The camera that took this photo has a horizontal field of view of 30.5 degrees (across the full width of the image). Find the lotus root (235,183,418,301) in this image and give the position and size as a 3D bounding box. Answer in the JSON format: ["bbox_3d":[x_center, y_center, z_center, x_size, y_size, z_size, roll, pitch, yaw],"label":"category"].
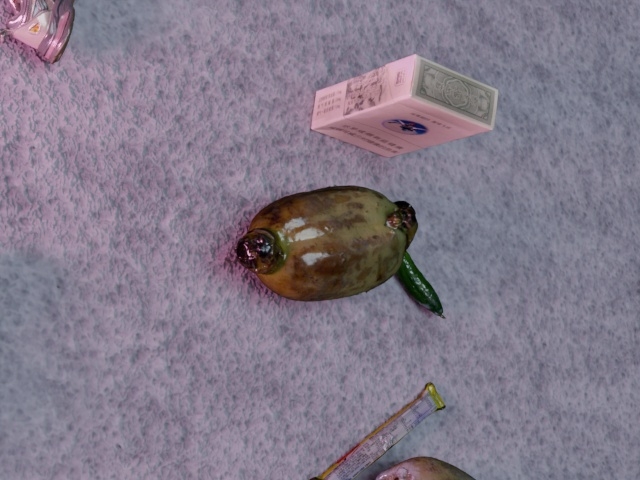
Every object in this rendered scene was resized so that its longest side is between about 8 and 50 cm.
[{"bbox_3d":[0.000,0.000,1.743,0.309,0.173,0.173,-8,87,-36],"label":"lotus root"}]

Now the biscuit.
[{"bbox_3d":[0.094,0.314,1.833,0.292,0.026,0.048,-32,97,-34],"label":"biscuit"}]

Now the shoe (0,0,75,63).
[{"bbox_3d":[-0.377,-0.329,1.578,0.092,0.089,0.180,12,74,-21],"label":"shoe"}]

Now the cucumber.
[{"bbox_3d":[0.154,0.070,1.908,0.037,0.037,0.155,-44,106,-31],"label":"cucumber"}]

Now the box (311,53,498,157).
[{"bbox_3d":[0.124,-0.200,1.793,0.164,0.256,0.069,17,75,-32],"label":"box"}]

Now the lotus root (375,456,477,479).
[{"bbox_3d":[0.208,0.444,1.826,0.322,0.140,0.158,36,81,-31],"label":"lotus root"}]
